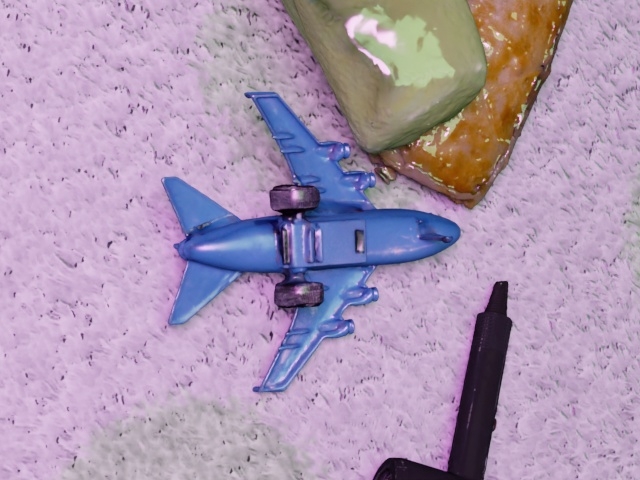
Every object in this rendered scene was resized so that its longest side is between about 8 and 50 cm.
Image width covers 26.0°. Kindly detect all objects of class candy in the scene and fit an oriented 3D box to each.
[{"bbox_3d":[0.014,-0.248,1.187,0.142,0.132,0.343,-26,83,-24],"label":"candy"}]

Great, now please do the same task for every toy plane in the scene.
[{"bbox_3d":[0.000,0.000,1.172,0.271,0.105,0.254,-4,95,-16],"label":"toy plane"}]

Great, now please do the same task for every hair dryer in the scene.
[{"bbox_3d":[0.122,0.149,1.214,0.128,0.070,0.255,18,67,-15],"label":"hair dryer"}]

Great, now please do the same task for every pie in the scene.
[{"bbox_3d":[0.145,-0.161,1.270,0.128,0.068,0.282,29,77,-10],"label":"pie"}]
